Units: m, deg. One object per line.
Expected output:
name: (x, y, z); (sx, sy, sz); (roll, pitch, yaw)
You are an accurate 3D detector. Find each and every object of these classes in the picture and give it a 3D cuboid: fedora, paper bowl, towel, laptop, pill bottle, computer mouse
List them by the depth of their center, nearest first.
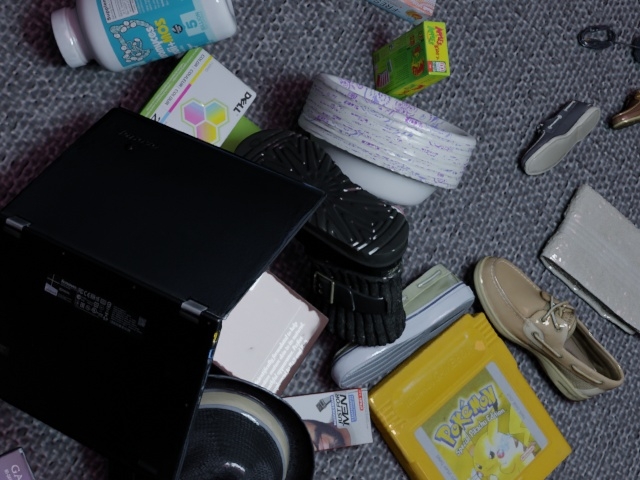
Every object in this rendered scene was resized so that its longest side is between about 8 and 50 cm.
fedora: (-0.163, 0.358, 1.594); (0.334, 0.334, 0.152); (36, 25, -16)
laptop: (-0.257, 0.065, 1.597); (0.236, 0.382, 0.407); (-18, 128, -63)
pill bottle: (-0.271, -0.346, 1.717); (0.264, 0.146, 0.146); (-17, 89, 5)
paper bowl: (0.099, -0.156, 1.835); (0.284, 0.284, 0.148); (19, 101, -22)
towel: (0.558, 0.043, 2.143); (0.282, 0.049, 0.187); (39, 66, -14)
computer mouse: (0.620, -0.384, 2.253); (0.242, 0.041, 0.071); (10, 79, -17)

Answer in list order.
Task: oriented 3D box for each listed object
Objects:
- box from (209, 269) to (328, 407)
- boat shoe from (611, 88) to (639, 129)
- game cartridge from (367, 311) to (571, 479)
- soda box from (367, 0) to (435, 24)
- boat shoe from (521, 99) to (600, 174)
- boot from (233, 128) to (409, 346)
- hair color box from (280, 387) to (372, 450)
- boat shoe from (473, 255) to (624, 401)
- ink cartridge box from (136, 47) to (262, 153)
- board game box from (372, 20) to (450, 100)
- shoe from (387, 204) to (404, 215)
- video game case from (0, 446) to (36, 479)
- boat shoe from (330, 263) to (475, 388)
box: (-0.130, 0.144, 1.710); (0.167, 0.203, 0.168); (40, 68, -15)
boat shoe: (0.631, -0.268, 2.223); (0.178, 0.064, 0.060); (-26, 88, -33)
game cartridge: (0.259, 0.322, 1.952); (0.285, 0.053, 0.323); (-38, 99, -26)
soda box: (0.117, -0.455, 2.007); (0.183, 0.058, 0.063); (22, 73, -22)
boat shoe: (0.444, -0.198, 2.133); (0.206, 0.075, 0.065); (-38, 56, -20)
boot: (-0.002, 0.003, 1.788); (0.131, 0.260, 0.348); (-37, 61, -23)
hair color box: (-0.003, 0.295, 1.830); (0.167, 0.053, 0.093); (-4, 84, -25)
boat shoe: (0.411, 0.145, 2.006); (0.341, 0.110, 0.121); (45, 49, -16)
ink cartridge box: (-0.166, -0.158, 1.802); (0.255, 0.097, 0.188); (38, 68, -14)
board game box: (0.154, -0.304, 1.930); (0.043, 0.181, 0.092); (-2, 83, -26)
shoe: (0.111, -0.032, 1.872); (0.063, 0.178, 0.081); (42, 62, 3)
video game case: (-0.514, 0.437, 1.579); (0.274, 0.026, 0.196); (-23, 92, -28)
boat shoe: (0.126, 0.145, 1.903); (0.302, 0.109, 0.094); (-29, 65, -28)
